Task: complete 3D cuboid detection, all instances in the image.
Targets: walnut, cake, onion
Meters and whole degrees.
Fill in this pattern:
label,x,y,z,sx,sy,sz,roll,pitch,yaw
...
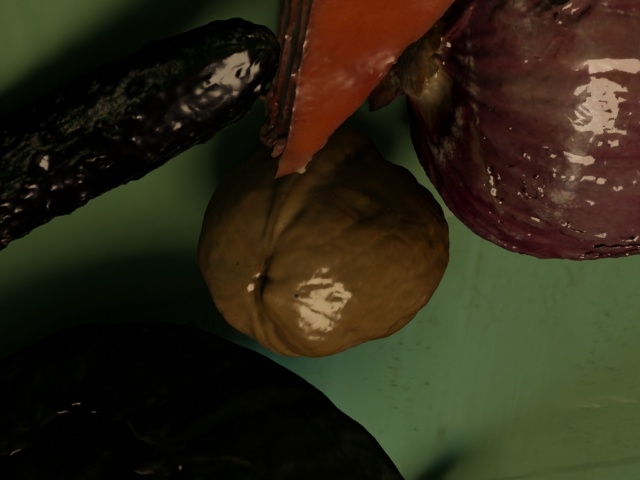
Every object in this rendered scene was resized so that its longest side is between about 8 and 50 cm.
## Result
label,x,y,z,sx,sy,sz,roll,pitch,yaw
walnut,0.000,0.000,1.080,0.166,0.166,0.149,-2,115,-14
cake,0.015,-0.152,0.950,0.135,0.098,0.287,10,132,-30
onion,0.226,-0.080,1.052,0.348,0.159,0.267,1,143,-17

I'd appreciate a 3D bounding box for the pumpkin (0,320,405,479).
label,x,y,z,sx,sy,sz,roll,pitch,yaw
pumpkin,-0.136,0.275,1.149,0.454,0.454,0.344,-25,151,15

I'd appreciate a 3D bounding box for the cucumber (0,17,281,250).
label,x,y,z,sx,sy,sz,roll,pitch,yaw
cucumber,-0.147,-0.056,1.018,0.303,0.081,0.072,-25,98,22
